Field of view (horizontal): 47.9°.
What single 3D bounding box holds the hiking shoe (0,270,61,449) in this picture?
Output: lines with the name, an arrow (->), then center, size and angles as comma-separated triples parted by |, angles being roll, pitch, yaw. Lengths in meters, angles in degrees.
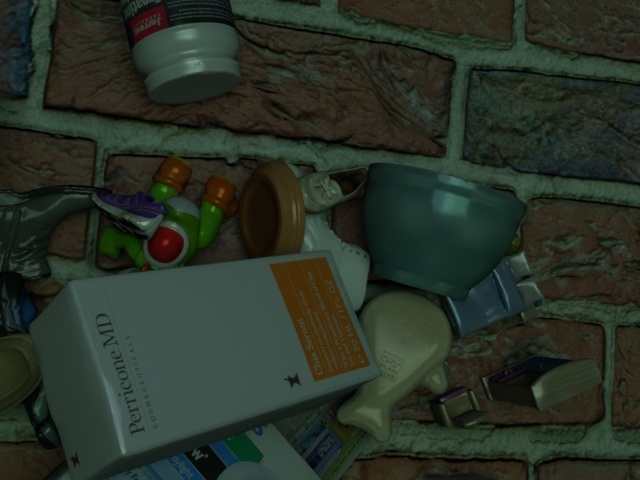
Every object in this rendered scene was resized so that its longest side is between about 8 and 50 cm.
hiking shoe -> -0.453, 0.187, 1.209 | 0.132, 0.113, 0.304 | -20, 97, -26

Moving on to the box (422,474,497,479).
box -> 0.277, 0.488, 1.308 | 0.130, 0.170, 0.091 | 2, 82, -14

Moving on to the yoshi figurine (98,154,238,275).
yoshi figurine -> -0.280, 0.051, 1.252 | 0.203, 0.203, 0.362 | 49, 53, -45

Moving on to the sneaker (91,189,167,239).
sneaker -> -0.308, -0.052, 1.179 | 0.071, 0.170, 0.068 | -51, 139, -22

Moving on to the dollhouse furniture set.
dollhouse furniture set -> 0.321, 0.158, 1.345 | 0.286, 0.198, 0.303 | -20, 88, -15

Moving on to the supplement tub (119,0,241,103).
supplement tub -> -0.251, -0.398, 1.274 | 0.191, 0.191, 0.272 | -13, 86, -15

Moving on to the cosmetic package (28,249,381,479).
cosmetic package -> -0.147, 0.161, 1.039 | 0.453, 0.161, 0.230 | -7, 68, -44

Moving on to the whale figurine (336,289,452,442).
whale figurine -> 0.128, 0.226, 1.314 | 0.216, 0.141, 0.272 | 23, 75, 8

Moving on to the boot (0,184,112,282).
boot -> -0.479, -0.012, 1.243 | 0.246, 0.083, 0.161 | -6, 97, -15

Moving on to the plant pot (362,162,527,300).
plant pot -> 0.202, -0.004, 1.300 | 0.293, 0.293, 0.196 | 16, 88, -12

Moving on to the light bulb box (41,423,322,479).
light bulb box -> -0.220, 0.420, 1.091 | 0.358, 0.225, 0.361 | 50, 43, -4

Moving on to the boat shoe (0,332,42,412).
boat shoe -> -0.555, 0.235, 1.106 | 0.302, 0.098, 0.109 | -24, 92, 14

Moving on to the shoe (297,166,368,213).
shoe -> 0.022, -0.101, 1.311 | 0.219, 0.058, 0.076 | -20, 76, -55

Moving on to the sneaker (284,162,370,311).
sneaker -> 0.000, 0.000, 1.347 | 0.169, 0.108, 0.292 | 0, 75, -32

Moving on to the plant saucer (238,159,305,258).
plant saucer -> -0.093, -0.041, 1.265 | 0.037, 0.200, 0.200 | -3, 84, -33

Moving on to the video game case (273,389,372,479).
video game case -> 0.006, 0.321, 1.302 | 0.212, 0.023, 0.193 | -45, 105, -27
